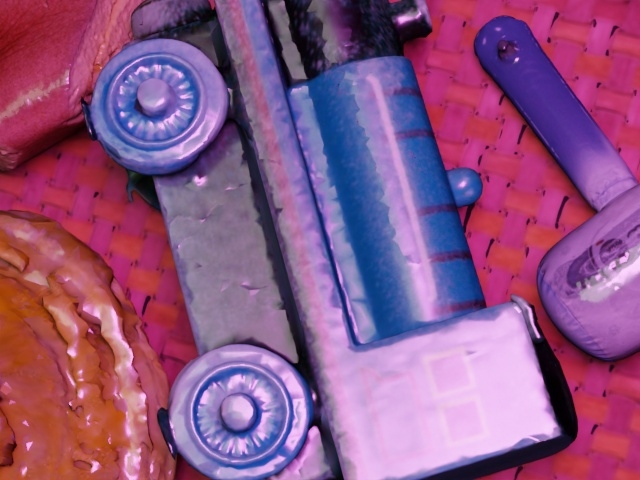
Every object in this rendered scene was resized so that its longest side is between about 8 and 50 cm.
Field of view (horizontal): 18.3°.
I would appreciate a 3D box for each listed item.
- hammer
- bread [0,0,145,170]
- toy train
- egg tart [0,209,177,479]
[{"bbox_3d":[0.133,-0.039,1.003,0.116,0.069,0.194,-35,66,6],"label":"hammer"},{"bbox_3d":[-0.159,-0.092,1.071,0.192,0.067,0.119,-27,51,10],"label":"bread"},{"bbox_3d":[0.000,0.000,1.001,0.194,0.120,0.298,-17,77,3],"label":"toy train"},{"bbox_3d":[-0.223,0.105,1.029,0.294,0.123,0.294,-3,79,15],"label":"egg tart"}]
